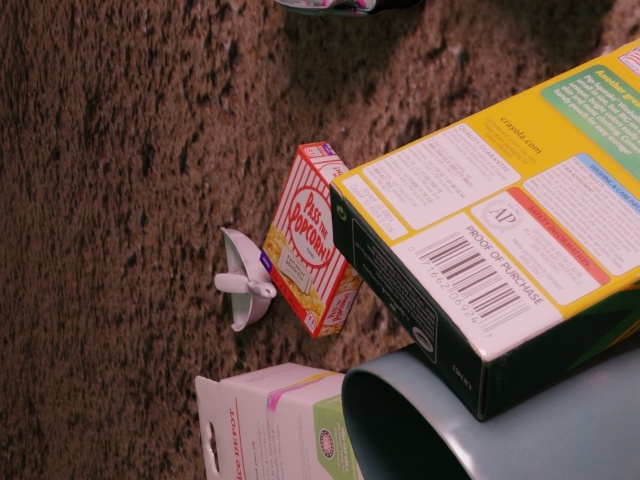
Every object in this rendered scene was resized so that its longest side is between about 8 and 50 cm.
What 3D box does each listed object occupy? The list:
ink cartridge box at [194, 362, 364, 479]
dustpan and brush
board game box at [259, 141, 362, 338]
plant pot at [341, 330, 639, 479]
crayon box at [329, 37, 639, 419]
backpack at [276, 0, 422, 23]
[{"bbox_3d":[-0.015,0.271,1.413,0.353,0.119,0.207,4,103,54],"label":"ink cartridge box"},{"bbox_3d":[-0.097,0.059,1.527,0.211,0.060,0.147,3,101,56],"label":"dustpan and brush"},{"bbox_3d":[0.000,0.000,1.383,0.147,0.045,0.193,53,138,34],"label":"board game box"},{"bbox_3d":[0.192,0.182,0.940,0.293,0.235,0.293,53,161,28],"label":"plant pot"},{"bbox_3d":[0.196,-0.024,0.882,0.203,0.323,0.083,51,158,36],"label":"crayon box"},{"bbox_3d":[0.010,-0.316,1.199,0.188,0.144,0.165,15,117,57],"label":"backpack"}]
